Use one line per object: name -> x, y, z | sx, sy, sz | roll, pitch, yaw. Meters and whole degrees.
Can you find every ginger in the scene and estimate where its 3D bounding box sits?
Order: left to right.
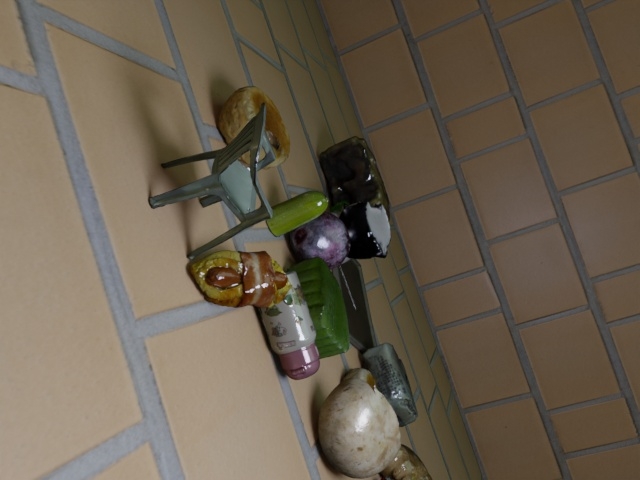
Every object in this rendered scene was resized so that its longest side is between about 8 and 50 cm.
ginger -> 0.241, 0.702, 1.768 | 0.270, 0.123, 0.219 | 52, -1, -24

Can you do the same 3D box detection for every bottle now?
bottle -> -0.075, 0.207, 1.335 | 0.120, 0.120, 0.253 | -12, 84, -74

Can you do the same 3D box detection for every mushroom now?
mushroom -> 0.076, 0.496, 1.428 | 0.189, 0.195, 0.254 | -34, 110, -39

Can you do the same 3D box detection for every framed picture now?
framed picture -> 0.122, 0.214, 2.118 | 0.326, 0.028, 0.446 | 49, 27, -50

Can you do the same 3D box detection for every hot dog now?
hot dog -> -0.144, 0.082, 1.167 | 0.261, 0.093, 0.123 | 3, 78, -47

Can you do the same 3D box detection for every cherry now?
cherry -> -0.007, 0.000, 1.700 | 0.195, 0.195, 0.195 | -20, 90, -74

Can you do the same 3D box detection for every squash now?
squash -> -0.059, -0.086, 1.602 | 0.095, 0.187, 0.095 | 58, 18, -31

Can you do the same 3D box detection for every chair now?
chair -> -0.183, -0.124, 1.098 | 0.191, 0.274, 0.203 | 56, 19, -38

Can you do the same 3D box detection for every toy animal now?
toy animal -> 0.094, -0.030, 1.875 | 0.212, 0.266, 0.213 | 21, 64, -54

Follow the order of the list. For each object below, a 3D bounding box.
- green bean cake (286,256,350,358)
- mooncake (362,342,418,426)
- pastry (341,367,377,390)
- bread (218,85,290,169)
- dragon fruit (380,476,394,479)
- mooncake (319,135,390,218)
green bean cake -> -0.010, 0.187, 1.564 | 0.222, 0.124, 0.248 | 55, 24, -47
mooncake -> 0.240, 0.511, 1.957 | 0.250, 0.136, 0.255 | 53, 18, -49
pastry -> 0.124, 0.476, 1.716 | 0.166, 0.088, 0.166 | 54, 26, -42
bread -> -0.188, -0.306, 1.546 | 0.244, 0.134, 0.245 | 54, 26, -42
dragon fruit -> 0.204, 0.796, 1.640 | 0.161, 0.120, 0.127 | -58, 174, -39
mooncake -> 0.141, -0.225, 2.331 | 0.393, 0.246, 0.394 | -67, 138, -75
